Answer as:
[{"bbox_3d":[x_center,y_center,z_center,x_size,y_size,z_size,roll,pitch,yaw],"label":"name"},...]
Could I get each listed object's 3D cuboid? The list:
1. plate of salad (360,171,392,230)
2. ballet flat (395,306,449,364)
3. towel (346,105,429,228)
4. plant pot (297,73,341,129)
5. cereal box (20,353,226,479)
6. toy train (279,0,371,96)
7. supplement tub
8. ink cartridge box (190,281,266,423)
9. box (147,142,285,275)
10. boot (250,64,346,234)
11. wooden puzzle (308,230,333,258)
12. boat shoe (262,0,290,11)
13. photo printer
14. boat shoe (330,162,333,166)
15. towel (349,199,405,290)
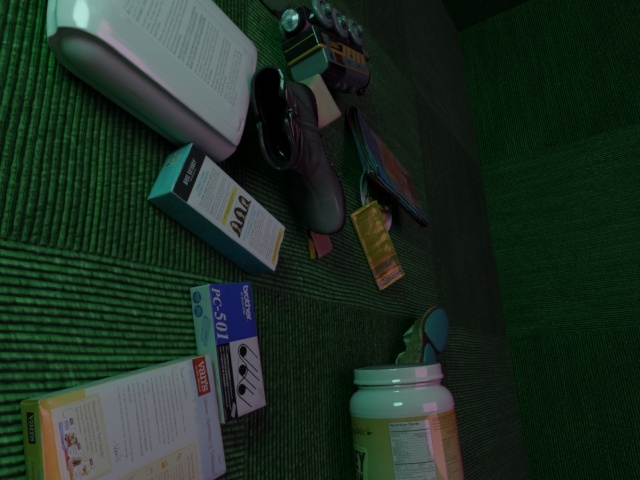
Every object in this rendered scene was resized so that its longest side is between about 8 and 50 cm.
[{"bbox_3d":[0.174,-0.119,1.314,0.200,0.048,0.199,26,57,-50],"label":"plate of salad"},{"bbox_3d":[0.279,0.305,1.258,0.123,0.123,0.348,65,31,-17],"label":"ballet flat"},{"bbox_3d":[0.210,-0.215,1.348,0.370,0.040,0.271,34,35,-46],"label":"towel"},{"bbox_3d":[-0.038,-0.289,1.006,0.109,0.109,0.096,55,49,-29],"label":"plant pot"},{"bbox_3d":[-0.228,0.251,0.557,0.240,0.048,0.172,2,77,-57],"label":"cereal box"},{"bbox_3d":[0.024,-0.465,1.114,0.334,0.142,0.190,-15,88,-59],"label":"toy train"},{"bbox_3d":[0.181,0.429,0.952,0.228,0.229,0.315,15,66,-54],"label":"supplement tub"},{"bbox_3d":[-0.147,0.173,0.713,0.097,0.046,0.206,5,75,-58],"label":"ink cartridge box"},{"bbox_3d":[-0.163,-0.042,0.754,0.244,0.060,0.100,44,44,-40],"label":"box"},{"bbox_3d":[-0.048,-0.148,0.856,0.222,0.118,0.337,-53,125,-72],"label":"boot"},{"bbox_3d":[0.000,0.000,1.035,0.116,0.014,0.078,-19,99,-57],"label":"wooden puzzle"},{"bbox_3d":[-0.146,-0.620,0.992,0.227,0.079,0.081,38,39,-51],"label":"boat shoe"},{"bbox_3d":[-0.242,-0.300,0.684,0.308,0.107,0.255,35,50,-46],"label":"photo printer"},{"bbox_3d":[0.000,-0.142,1.045,0.049,0.056,0.152,63,34,-12],"label":"boat shoe"},{"bbox_3d":[0.159,0.015,1.230,0.102,0.021,0.237,-32,107,-31],"label":"towel"}]
